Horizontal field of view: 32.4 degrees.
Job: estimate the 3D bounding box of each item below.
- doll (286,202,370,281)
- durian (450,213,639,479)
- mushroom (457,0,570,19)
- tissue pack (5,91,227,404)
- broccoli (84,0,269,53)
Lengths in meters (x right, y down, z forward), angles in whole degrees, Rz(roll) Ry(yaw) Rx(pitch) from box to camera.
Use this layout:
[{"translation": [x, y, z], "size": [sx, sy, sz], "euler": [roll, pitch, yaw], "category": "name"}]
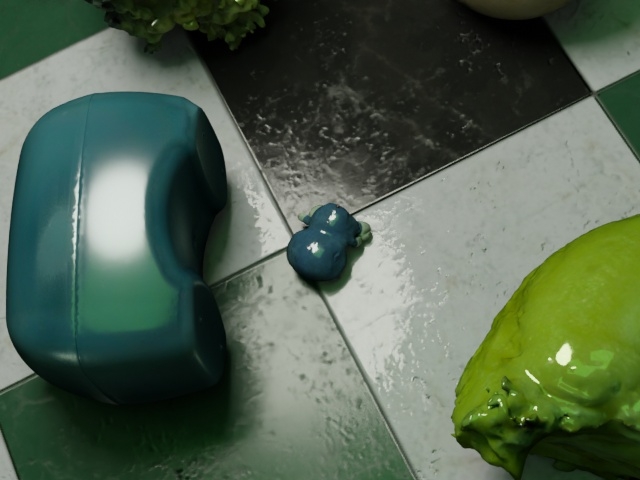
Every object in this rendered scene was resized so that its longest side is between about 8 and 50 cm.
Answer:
[{"translation": [0.000, 0.000, 1.121], "size": [0.076, 0.050, 0.083], "euler": [24, 75, 21], "category": "doll"}, {"translation": [0.283, 0.100, 0.969], "size": [0.256, 0.204, 0.340], "euler": [31, 66, 5], "category": "durian"}, {"translation": [0.224, -0.395, 1.143], "size": [0.290, 0.292, 0.292], "euler": [-28, 66, -22], "category": "mushroom"}, {"translation": [-0.202, 0.008, 1.065], "size": [0.206, 0.198, 0.287], "euler": [-5, 70, 5], "category": "tissue pack"}, {"translation": [-0.142, -0.385, 1.143], "size": [0.281, 0.348, 0.293], "euler": [-5, 73, -4], "category": "broccoli"}]
